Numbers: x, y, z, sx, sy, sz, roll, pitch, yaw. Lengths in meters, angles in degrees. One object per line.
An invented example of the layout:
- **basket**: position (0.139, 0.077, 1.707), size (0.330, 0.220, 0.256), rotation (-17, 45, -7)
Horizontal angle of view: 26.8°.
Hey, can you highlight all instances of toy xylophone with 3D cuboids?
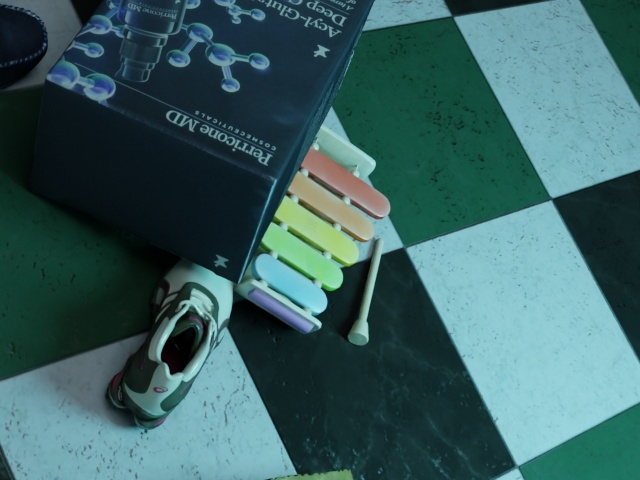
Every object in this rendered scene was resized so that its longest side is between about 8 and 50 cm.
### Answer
- **toy xylophone**: position (0.000, 0.000, 1.824), size (0.236, 0.081, 0.323), rotation (27, 52, -22)

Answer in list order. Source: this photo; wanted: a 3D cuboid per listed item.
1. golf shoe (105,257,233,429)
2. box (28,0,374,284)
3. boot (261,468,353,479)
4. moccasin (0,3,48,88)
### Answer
- **golf shoe**: position (-0.155, 0.103, 1.627), size (0.105, 0.120, 0.273), rotation (33, 48, -14)
- **box**: position (-0.143, -0.196, 1.696), size (0.293, 0.212, 0.395), rotation (24, 50, 1)
- **boot**: position (-0.011, 0.412, 1.573), size (0.236, 0.089, 0.270), rotation (-2, 67, -36)
- **moccasin**: position (-0.469, -0.236, 1.594), size (0.342, 0.117, 0.138), rotation (-15, 74, -40)
